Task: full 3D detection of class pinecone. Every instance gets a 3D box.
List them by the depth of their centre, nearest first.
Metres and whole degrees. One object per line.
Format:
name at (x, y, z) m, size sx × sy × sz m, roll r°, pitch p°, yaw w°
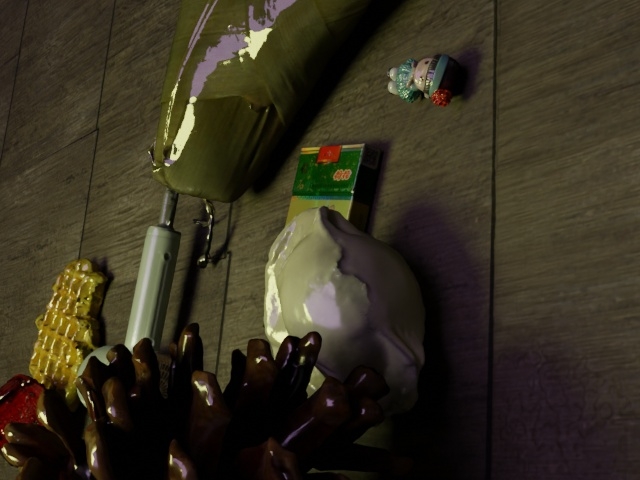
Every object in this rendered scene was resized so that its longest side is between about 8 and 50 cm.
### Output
pinecone at (-0.085, 0.243, 0.978) m, size 0.384 × 0.384 × 0.385 m, roll -26°, pitch 57°, yaw 46°

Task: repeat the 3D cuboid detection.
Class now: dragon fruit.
dragon fruit at (-0.451, 0.311, 1.667) m, size 0.092 × 0.122 × 0.192 m, roll -14°, pitch 100°, yaw 33°

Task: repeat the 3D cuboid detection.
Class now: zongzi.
zongzi at (-0.080, -0.169, 1.342) m, size 0.418 × 0.181 × 0.447 m, roll 14°, pitch 90°, yaw 55°

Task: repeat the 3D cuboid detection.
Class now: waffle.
waffle at (-0.423, 0.166, 1.766) m, size 0.249 × 0.056 × 0.253 m, roll -54°, pitch 38°, yaw 27°

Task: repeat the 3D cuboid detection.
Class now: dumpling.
dumpling at (0.016, 0.085, 1.123) m, size 0.193 × 0.147 × 0.258 m, roll -43°, pitch 62°, yaw 34°

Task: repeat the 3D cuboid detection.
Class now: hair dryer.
hair dryer at (-0.248, 0.084, 1.517) m, size 0.173 × 0.107 × 0.357 m, roll 0°, pitch 76°, yaw 53°

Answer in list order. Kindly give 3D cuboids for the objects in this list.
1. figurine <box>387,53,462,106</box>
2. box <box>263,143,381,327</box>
figurine at (0.115, -0.178, 1.184) m, size 0.106 × 0.047 × 0.060 m, roll 8°, pitch 74°, yaw 57°
box at (0.000, 0.000, 1.276) m, size 0.132 × 0.034 × 0.235 m, roll 4°, pitch 79°, yaw 54°
